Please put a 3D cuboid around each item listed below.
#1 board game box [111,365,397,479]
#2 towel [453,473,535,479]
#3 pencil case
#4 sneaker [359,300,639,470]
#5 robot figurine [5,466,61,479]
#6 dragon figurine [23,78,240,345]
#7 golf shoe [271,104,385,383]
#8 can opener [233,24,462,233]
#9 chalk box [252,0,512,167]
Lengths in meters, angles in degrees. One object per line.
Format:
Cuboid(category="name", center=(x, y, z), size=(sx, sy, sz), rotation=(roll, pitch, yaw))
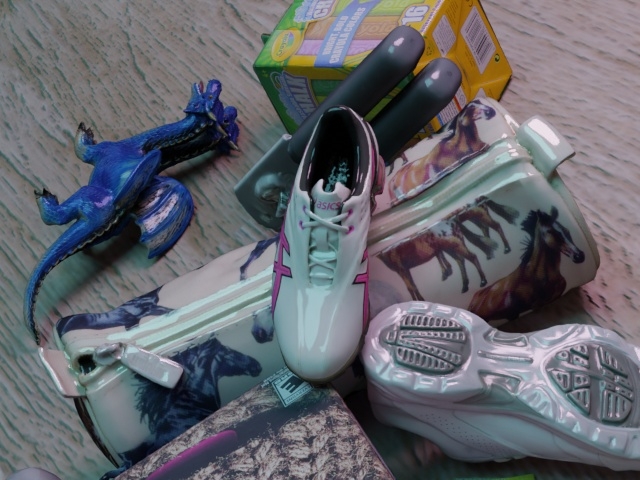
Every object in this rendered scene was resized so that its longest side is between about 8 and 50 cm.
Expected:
Cuboid(category="board game box", center=(-0.029, 0.242, 0.922), size=(0.232, 0.141, 0.291), rotation=(-34, 28, -3))
Cuboid(category="towel", center=(0.120, 0.189, 1.008), size=(0.060, 0.009, 0.083), rotation=(-1, 38, 4))
Cuboid(category="pencil case", center=(0.003, 0.044, 1.112), size=(0.410, 0.183, 0.160), rotation=(-28, 75, 2))
Cuboid(category="sneaker", center=(0.140, 0.114, 1.030), size=(0.232, 0.115, 0.090), rotation=(16, 55, 10))
Cuboid(category="robot figurine", center=(-0.245, 0.250, 0.835), size=(0.300, 0.200, 0.353), rotation=(-50, 19, -9))
Cuboid(category="dragon figurine", center=(-0.177, -0.039, 1.381), size=(0.144, 0.085, 0.289), rotation=(1, 49, 33))
Cuboid(category="golf shoe", center=(0.000, 0.000, 0.988), size=(0.067, 0.086, 0.186), rotation=(2, 68, 11))
Cuboid(category="can opener", center=(0.022, -0.089, 1.221), size=(0.283, 0.076, 0.095), rotation=(-42, 11, 49))
Cuboid(category="chalk box", center=(0.036, -0.151, 1.329), size=(0.213, 0.132, 0.132), rotation=(4, 51, 36))
